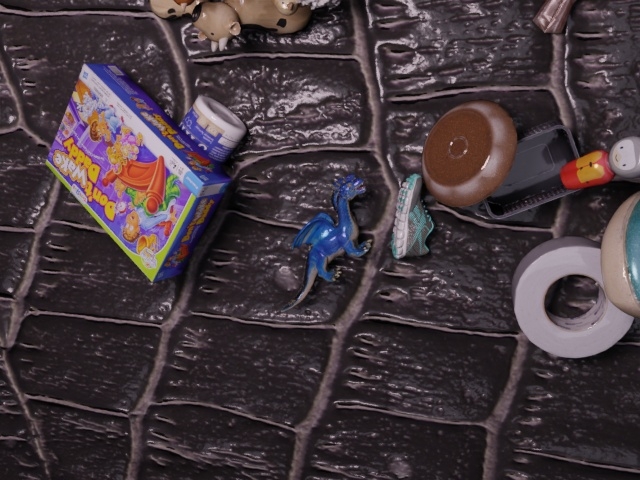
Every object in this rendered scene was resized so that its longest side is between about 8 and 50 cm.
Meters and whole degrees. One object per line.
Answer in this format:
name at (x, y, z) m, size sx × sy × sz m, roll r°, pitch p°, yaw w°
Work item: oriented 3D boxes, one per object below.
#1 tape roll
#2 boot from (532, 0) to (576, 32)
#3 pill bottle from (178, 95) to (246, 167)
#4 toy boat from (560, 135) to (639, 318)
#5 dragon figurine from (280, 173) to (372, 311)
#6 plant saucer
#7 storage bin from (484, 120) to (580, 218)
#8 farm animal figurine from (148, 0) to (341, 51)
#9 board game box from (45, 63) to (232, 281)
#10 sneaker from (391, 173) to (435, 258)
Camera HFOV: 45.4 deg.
tape roll at (0.471, 0.106, 1.431) m, size 0.219 × 0.072 × 0.219 m, roll 2°, pitch 105°, yaw 8°
boot at (0.437, -0.401, 1.320) m, size 0.106 × 0.037 × 0.114 m, roll 29°, pitch 104°, yaw 14°
pill bottle at (-0.235, -0.168, 1.449) m, size 0.112 × 0.112 × 0.187 m, roll 38°, pitch 107°, yaw -2°
toy boat at (0.535, -0.025, 1.273) m, size 0.148 × 0.267 × 0.318 m, roll -19°, pitch 116°, yaw 44°
dragon figurine at (0.000, 0.000, 1.469) m, size 0.289 × 0.085 × 0.144 m, roll -42°, pitch 95°, yaw 16°
plant saucer at (0.250, -0.159, 1.348) m, size 0.198 × 0.036 × 0.199 m, roll -17°, pitch 65°, yaw 40°
storage bin at (0.371, -0.128, 1.379) m, size 0.180 × 0.084 × 0.122 m, roll -21°, pitch 100°, yaw 13°
farm animal figurine at (-0.154, -0.413, 1.322) m, size 0.326 × 0.330 × 0.172 m, roll -3°, pitch 103°, yaw -20°
board game box at (-0.344, -0.128, 1.407) m, size 0.347 × 0.078 × 0.233 m, roll 44°, pitch 120°, yaw 20°
sneaker at (0.183, -0.044, 1.451) m, size 0.076 × 0.065 × 0.167 m, roll 4°, pitch 109°, yaw -9°
